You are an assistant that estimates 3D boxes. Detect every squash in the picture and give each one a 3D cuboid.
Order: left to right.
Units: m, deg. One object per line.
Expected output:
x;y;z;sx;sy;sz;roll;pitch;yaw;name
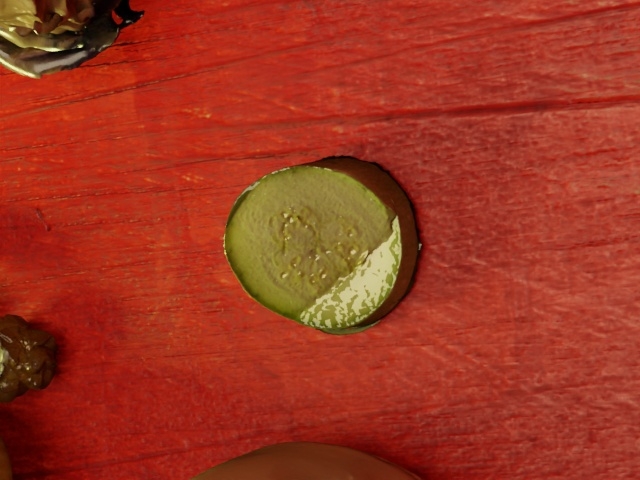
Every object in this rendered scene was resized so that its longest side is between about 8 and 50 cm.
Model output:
0.009;0.008;1.643;0.220;0.133;0.220;2;95;18;squash

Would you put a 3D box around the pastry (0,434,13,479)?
-0.545;0.357;1.808;0.356;0.164;0.356;-26;37;22;pastry

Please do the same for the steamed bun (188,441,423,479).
0.023;0.417;1.511;0.456;0.371;0.290;46;107;13;steamed bun

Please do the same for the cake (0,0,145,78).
-0.353;-0.386;1.733;0.332;0.332;0.321;-37;115;20;cake

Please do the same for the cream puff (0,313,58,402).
-0.406;0.156;1.847;0.122;0.094;0.116;-20;79;46;cream puff
